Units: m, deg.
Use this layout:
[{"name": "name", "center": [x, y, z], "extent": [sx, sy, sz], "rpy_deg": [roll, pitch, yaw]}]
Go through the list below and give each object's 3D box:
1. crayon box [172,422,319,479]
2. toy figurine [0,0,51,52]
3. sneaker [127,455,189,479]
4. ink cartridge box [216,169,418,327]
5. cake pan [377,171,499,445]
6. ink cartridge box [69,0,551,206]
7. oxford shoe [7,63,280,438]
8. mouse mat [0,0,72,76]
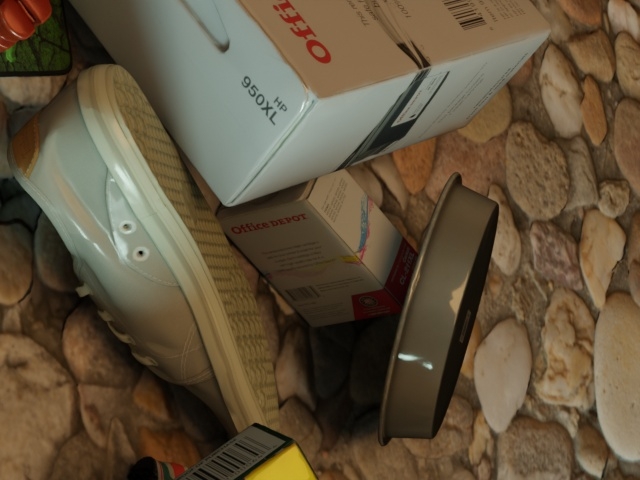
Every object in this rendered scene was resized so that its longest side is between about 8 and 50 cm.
[{"name": "crayon box", "center": [-0.107, 0.386, 1.551], "extent": [0.363, 0.106, 0.313], "rpy_deg": [-33, 106, -17]}, {"name": "toy figurine", "center": [-0.335, -0.250, 1.523], "extent": [0.209, 0.148, 0.213], "rpy_deg": [3, 83, -40]}, {"name": "sneaker", "center": [-0.137, 0.281, 1.698], "extent": [0.075, 0.057, 0.161], "rpy_deg": [13, 69, -41]}, {"name": "ink cartridge box", "center": [0.000, 0.000, 1.859], "extent": [0.175, 0.127, 0.072], "rpy_deg": [49, 48, -31]}, {"name": "cake pan", "center": [0.125, 0.077, 1.914], "extent": [0.293, 0.054, 0.293], "rpy_deg": [16, 90, -81]}, {"name": "ink cartridge box", "center": [-0.009, -0.224, 1.782], "extent": [0.395, 0.166, 0.285], "rpy_deg": [-21, 67, -49]}, {"name": "oxford shoe", "center": [-0.150, 0.035, 1.694], "extent": [0.169, 0.130, 0.449], "rpy_deg": [-100, 166, -52]}, {"name": "mouse mat", "center": [-0.292, -0.240, 1.670], "extent": [0.152, 0.007, 0.190], "rpy_deg": [-8, 87, -49]}]
